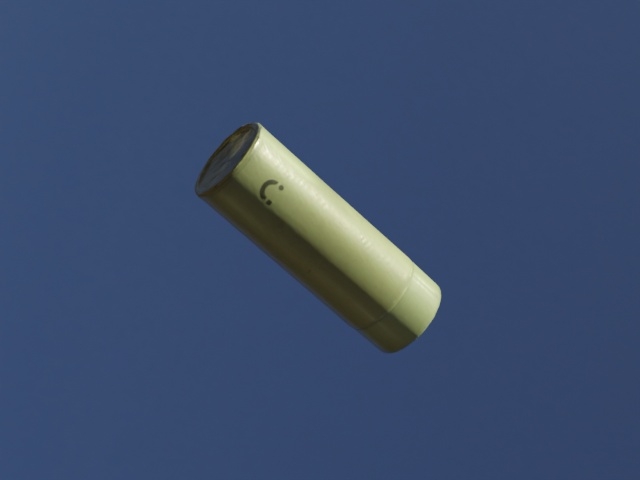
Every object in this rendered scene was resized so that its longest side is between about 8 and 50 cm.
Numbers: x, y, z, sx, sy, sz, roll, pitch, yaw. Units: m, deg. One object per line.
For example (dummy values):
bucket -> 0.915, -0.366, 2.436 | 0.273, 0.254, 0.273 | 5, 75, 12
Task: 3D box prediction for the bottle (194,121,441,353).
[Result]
bottle -> 0.000, 0.000, 1.428 | 0.072, 0.201, 0.072 | -41, -158, 20
